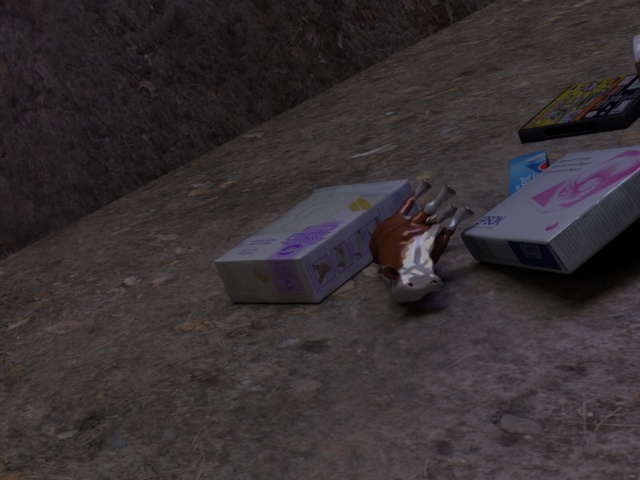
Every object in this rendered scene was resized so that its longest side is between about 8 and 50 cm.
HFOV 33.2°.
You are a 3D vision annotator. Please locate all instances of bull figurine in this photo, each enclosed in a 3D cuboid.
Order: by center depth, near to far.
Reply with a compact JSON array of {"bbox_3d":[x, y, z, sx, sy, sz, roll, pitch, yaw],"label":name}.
[{"bbox_3d":[0.156,0.000,1.755,0.188,0.101,0.310,-47,13,0],"label":"bull figurine"}]

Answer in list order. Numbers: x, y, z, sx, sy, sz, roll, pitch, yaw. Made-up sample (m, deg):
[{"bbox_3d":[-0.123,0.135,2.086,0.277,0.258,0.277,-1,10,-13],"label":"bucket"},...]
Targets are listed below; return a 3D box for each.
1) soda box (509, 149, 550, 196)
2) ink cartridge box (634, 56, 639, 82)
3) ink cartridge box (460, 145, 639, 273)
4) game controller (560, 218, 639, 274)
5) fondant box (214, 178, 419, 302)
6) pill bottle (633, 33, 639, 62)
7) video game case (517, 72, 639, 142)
[{"bbox_3d":[0.377,-0.094,1.900,0.071,0.067,0.210,-16,18,16],"label":"soda box"},{"bbox_3d":[0.654,-0.272,1.901,0.088,0.193,0.234,-6,22,40],"label":"ink cartridge box"},{"bbox_3d":[0.407,-0.077,1.625,0.330,0.071,0.324,-38,10,-11],"label":"ink cartridge box"},{"bbox_3d":[0.444,-0.042,1.663,0.166,0.067,0.319,-12,18,27],"label":"game controller"},{"bbox_3d":[0.000,0.000,2.016,0.238,0.096,0.330,-3,26,45],"label":"fondant box"},{"bbox_3d":[0.791,-0.382,2.107,0.318,0.176,0.176,-13,19,26],"label":"pill bottle"},{"bbox_3d":[0.595,-0.291,2.304,0.248,0.035,0.275,-5,24,43],"label":"video game case"}]
